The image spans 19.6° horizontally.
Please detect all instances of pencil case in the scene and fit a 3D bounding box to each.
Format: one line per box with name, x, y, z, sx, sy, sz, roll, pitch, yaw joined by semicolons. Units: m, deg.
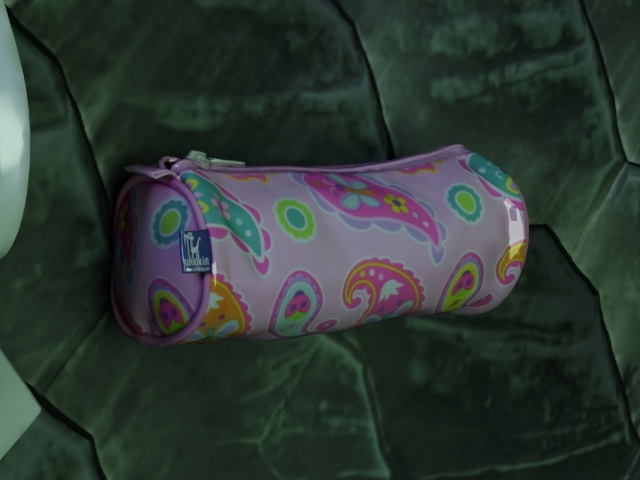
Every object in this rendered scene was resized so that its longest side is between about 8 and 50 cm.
pencil case;0.000;0.000;1.189;0.284;0.124;0.124;-4;99;-37

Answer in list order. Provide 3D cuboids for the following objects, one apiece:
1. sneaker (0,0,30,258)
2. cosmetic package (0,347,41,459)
sneaker;-0.253;-0.116;0.982;0.161;0.102;0.282;-13;94;-35
cosmetic package;-0.287;0.083;0.905;0.224;0.138;0.225;-52;146;-22
